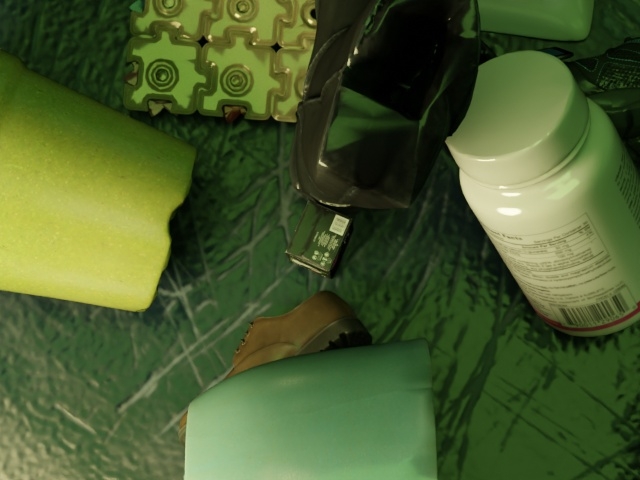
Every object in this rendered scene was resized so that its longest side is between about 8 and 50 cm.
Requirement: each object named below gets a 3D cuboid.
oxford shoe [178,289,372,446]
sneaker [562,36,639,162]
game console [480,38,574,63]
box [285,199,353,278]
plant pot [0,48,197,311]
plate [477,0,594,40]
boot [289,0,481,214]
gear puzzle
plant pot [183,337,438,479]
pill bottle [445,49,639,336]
[{"bbox_3d":[-0.059,0.135,1.938,0.227,0.083,0.096,-35,56,1],"label":"oxford shoe"},{"bbox_3d":[0.296,-0.140,1.945,0.340,0.125,0.140,0,42,13],"label":"sneaker"},{"bbox_3d":[0.195,-0.211,1.936,0.071,0.122,0.107,-43,98,4],"label":"game console"},{"bbox_3d":[0.000,0.000,1.940,0.052,0.083,0.062,24,84,4],"label":"box"},{"bbox_3d":[-0.269,-0.046,1.888,0.254,0.276,0.276,18,83,-6],"label":"plant pot"},{"bbox_3d":[0.168,-0.366,2.005,0.278,0.045,0.277,7,83,4],"label":"plate"},{"bbox_3d":[0.063,-0.207,1.745,0.146,0.445,0.367,9,88,-1],"label":"boot"},{"bbox_3d":[-0.039,-0.208,1.991,0.339,0.044,0.175,4,87,-1],"label":"gear puzzle"},{"bbox_3d":[-0.010,0.242,1.797,0.235,0.293,0.293,-1,82,1],"label":"plant pot"},{"bbox_3d":[0.233,-0.045,1.822,0.160,0.283,0.160,-17,47,19],"label":"pill bottle"}]
